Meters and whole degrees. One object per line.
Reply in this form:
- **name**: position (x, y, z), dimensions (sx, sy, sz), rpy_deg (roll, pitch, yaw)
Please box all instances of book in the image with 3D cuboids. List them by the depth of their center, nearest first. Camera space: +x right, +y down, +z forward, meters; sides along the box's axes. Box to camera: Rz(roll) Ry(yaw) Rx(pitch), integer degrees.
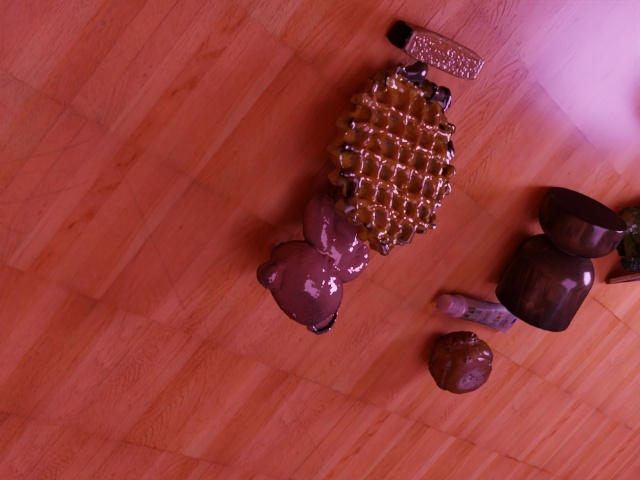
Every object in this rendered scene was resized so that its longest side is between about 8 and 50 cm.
- **book**: position (0.896, 0.069, 2.179), dimensions (0.228, 0.322, 0.018), rpy_deg (-4, 81, -35)

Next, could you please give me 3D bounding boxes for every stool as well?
- **stool**: position (0.511, 0.042, 1.910), dimensions (0.179, 0.179, 0.264), rpy_deg (2, 123, -38)

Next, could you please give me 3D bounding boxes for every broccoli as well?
- **broccoli**: position (0.763, -0.009, 2.076), dimensions (0.195, 0.195, 0.156), rpy_deg (-43, 101, 1)

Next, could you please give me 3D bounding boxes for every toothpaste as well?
- **toothpaste**: position (0.364, 0.161, 1.994), dimensions (0.314, 0.058, 0.056), rpy_deg (16, 69, -48)

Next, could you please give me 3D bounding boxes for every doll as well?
- **doll**: position (0.000, 0.000, 1.545), dimensions (0.201, 0.156, 0.303), rpy_deg (52, 58, -40)

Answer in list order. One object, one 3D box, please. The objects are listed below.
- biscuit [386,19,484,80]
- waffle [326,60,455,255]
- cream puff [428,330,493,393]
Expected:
- **biscuit**: position (0.190, -0.313, 1.462), dimensions (0.188, 0.056, 0.052), rpy_deg (13, 112, -42)
- **waffle**: position (0.127, -0.140, 1.481), dimensions (0.329, 0.062, 0.329), rpy_deg (-9, 103, -45)
- **cream puff**: position (0.311, 0.265, 1.990), dimensions (0.150, 0.115, 0.165), rpy_deg (-8, 138, -24)
